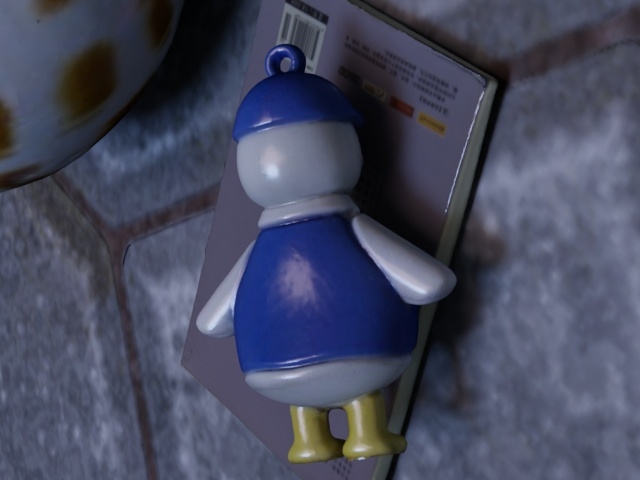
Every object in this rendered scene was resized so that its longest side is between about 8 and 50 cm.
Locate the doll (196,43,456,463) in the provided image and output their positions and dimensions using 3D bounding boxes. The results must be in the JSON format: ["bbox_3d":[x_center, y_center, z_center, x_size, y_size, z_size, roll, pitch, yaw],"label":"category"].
[{"bbox_3d":[-0.003,0.003,0.484,0.098,0.057,0.143,-13,84,29],"label":"doll"}]

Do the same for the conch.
[{"bbox_3d":[-0.144,-0.099,0.598,0.275,0.183,0.149,-9,121,53],"label":"conch"}]

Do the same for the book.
[{"bbox_3d":[0.000,0.000,0.537,0.127,0.014,0.182,37,122,43],"label":"book"}]
